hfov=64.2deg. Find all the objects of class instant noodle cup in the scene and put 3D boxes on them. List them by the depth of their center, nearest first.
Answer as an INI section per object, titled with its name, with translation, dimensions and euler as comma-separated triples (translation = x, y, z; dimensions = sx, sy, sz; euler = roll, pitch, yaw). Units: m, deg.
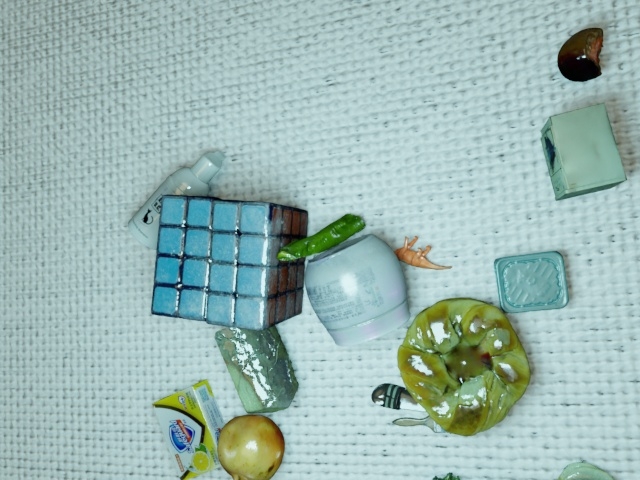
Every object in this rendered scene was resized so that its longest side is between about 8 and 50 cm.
[instant noodle cup]
translation = 0.575, 0.114, 1.403
dimensions = 0.179, 0.070, 0.157
euler = -8, 87, 14

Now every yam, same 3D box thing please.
[yam]
translation = -0.182, 0.382, 1.527
dimensions = 0.201, 0.202, 0.271
euler = -16, 77, -13

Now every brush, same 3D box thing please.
[brush]
translation = 0.304, 0.527, 1.482
dimensions = 0.196, 0.021, 0.070
euler = -6, 86, 17

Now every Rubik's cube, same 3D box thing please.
[Rubik's cube]
translation = -0.246, 0.059, 1.483
dimensions = 0.337, 0.344, 0.344
euler = 3, 88, 16

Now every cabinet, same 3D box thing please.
[cabinet]
translation = 0.683, -0.229, 1.352
dimensions = 0.150, 0.145, 0.206
euler = -13, 84, 14

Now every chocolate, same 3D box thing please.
[chocolate]
translation = 0.714, -0.504, 1.375
dimensions = 0.127, 0.124, 0.133
euler = 31, 65, 18

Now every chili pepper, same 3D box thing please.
[chili pepper]
translation = -0.001, 0.000, 1.429
dimensions = 0.085, 0.359, 0.076
euler = 25, 123, 29

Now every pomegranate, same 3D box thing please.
[pomegranate]
translation = -0.207, 0.614, 1.516
dimensions = 0.209, 0.209, 0.209
euler = -1, 87, 15

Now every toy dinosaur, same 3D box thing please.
[toy dinosaur]
translation = 0.249, 0.032, 1.500
dimensions = 0.279, 0.055, 0.101
euler = 27, 117, 12

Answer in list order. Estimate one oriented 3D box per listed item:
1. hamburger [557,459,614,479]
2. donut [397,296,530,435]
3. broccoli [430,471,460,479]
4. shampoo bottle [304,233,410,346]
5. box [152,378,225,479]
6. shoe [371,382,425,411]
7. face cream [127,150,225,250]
[hamburger]
translation = 0.704, 0.655, 1.346
dimensions = 0.140, 0.062, 0.133
euler = 10, 94, 13
[donut]
translation = 0.387, 0.337, 1.392
dimensions = 0.360, 0.170, 0.360
euler = -1, 85, 15
[broccoli]
translation = 0.357, 0.715, 1.318
dimensions = 0.177, 0.275, 0.198
euler = 42, 66, 0
[shampoo bottle]
translation = 0.104, 0.139, 1.423
dimensions = 0.273, 0.273, 0.266
euler = -21, 95, 13
[box]
translation = -0.401, 0.601, 1.624
dimensions = 0.168, 0.097, 0.265
euler = -24, 81, 12
[shoe]
translation = 0.235, 0.462, 1.486
dimensions = 0.179, 0.049, 0.071
euler = 6, 88, 15
[face cream]
translation = -0.451, -0.146, 1.650
dimensions = 0.145, 0.145, 0.370
euler = 45, 99, 13
